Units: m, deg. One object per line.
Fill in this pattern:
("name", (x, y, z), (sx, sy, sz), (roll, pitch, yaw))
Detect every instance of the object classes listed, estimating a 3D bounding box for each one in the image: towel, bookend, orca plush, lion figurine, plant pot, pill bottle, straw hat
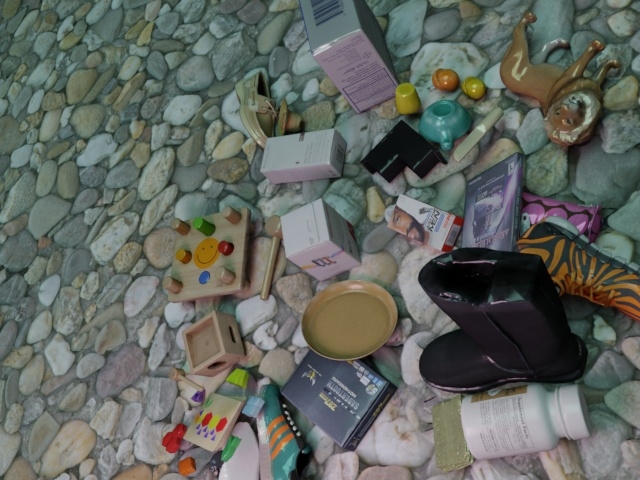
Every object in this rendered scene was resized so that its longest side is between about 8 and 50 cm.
("towel", (0.280, 0.409, 1.505), (0.110, 0.027, 0.148), (-38, 47, 48))
("bookend", (0.215, -0.203, 1.840), (0.156, 0.072, 0.157), (-46, 53, 5))
("orca plush", (-0.185, 0.589, 1.709), (0.151, 0.102, 0.287), (-9, 57, -24))
("lion figurine", (0.543, -0.385, 1.711), (0.240, 0.142, 0.392), (-52, 38, 9))
("plant pot", (0.070, 0.195, 1.716), (0.236, 0.032, 0.236), (-8, 47, 9))
("pill bottle", (0.407, 0.354, 1.413), (0.229, 0.131, 0.131), (-16, 60, 24))
("straw hat", (-0.085, -0.349, 2.097), (0.061, 0.144, 0.144), (5, 63, -11))

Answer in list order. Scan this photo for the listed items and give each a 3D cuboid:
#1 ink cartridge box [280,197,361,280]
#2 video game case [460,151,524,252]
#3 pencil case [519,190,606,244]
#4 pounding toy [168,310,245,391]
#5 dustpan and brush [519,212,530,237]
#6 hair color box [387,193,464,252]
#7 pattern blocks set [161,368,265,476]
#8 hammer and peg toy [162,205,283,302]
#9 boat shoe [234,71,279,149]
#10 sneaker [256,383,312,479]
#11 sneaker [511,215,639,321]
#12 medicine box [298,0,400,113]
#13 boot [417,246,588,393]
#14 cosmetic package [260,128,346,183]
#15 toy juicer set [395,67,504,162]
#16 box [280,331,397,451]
("ink cartridge box", (0.000, 0.000, 1.805), (0.127, 0.176, 0.128), (-23, 57, 20))
("video game case", (0.385, -0.043, 1.619), (0.196, 0.026, 0.274), (146, 138, -61))
("pencil case", (0.511, -0.050, 1.575), (0.209, 0.095, 0.098), (16, 111, 34))
("pounding toy", (-0.303, 0.318, 1.893), (0.206, 0.094, 0.181), (-34, 58, 24))
("dustpan and brush", (0.448, 0.048, 1.560), (0.147, 0.060, 0.211), (1, 78, 31))
("hair color box", (0.254, -0.042, 1.737), (0.167, 0.053, 0.093), (26, 98, 38))
("pattern blocks set", (-0.263, 0.447, 1.763), (0.285, 0.026, 0.325), (-55, 26, -15))
("hammer and peg toy", (-0.267, 0.037, 1.980), (0.361, 0.127, 0.266), (-10, 62, 27))
("boat shoe", (-0.181, -0.398, 2.158), (0.098, 0.109, 0.302), (-31, 49, 17))
("sneaker", (-0.080, 0.475, 1.679), (0.121, 0.108, 0.302), (-11, 54, 4))
("sneaker", (0.519, 0.097, 1.424), (0.180, 0.125, 0.321), (-36, 56, -25))
("medicine box", (0.081, -0.546, 1.951), (0.149, 0.289, 0.263), (-23, 57, 18))
("boot", (0.292, 0.168, 1.374), (0.367, 0.445, 0.146), (-13, 61, 26))
("cosmetic package", (-0.049, -0.236, 2.010), (0.231, 0.085, 0.117), (-4, 65, 28))
("toy juicer set", (0.349, -0.322, 1.821), (0.209, 0.089, 0.329), (-29, 50, -6))
("box", (0.039, 0.353, 1.682), (0.232, 0.059, 0.183), (34, 87, 39))
